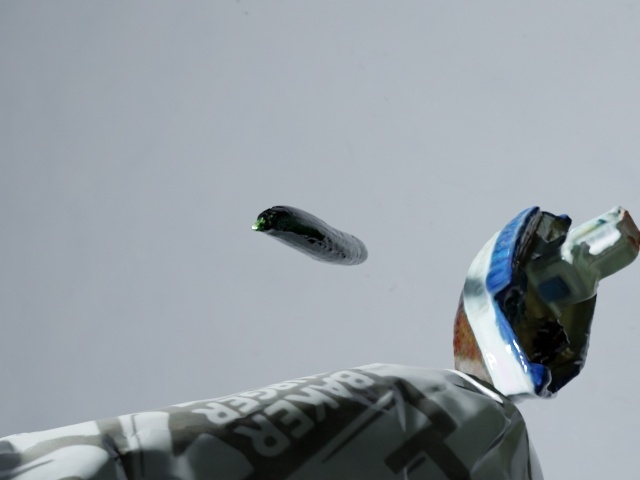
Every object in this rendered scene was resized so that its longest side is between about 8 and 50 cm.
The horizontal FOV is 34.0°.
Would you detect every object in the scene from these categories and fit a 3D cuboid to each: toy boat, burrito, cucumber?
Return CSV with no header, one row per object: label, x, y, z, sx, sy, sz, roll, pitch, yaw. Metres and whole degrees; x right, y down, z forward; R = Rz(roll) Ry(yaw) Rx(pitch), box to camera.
toy boat,0.186,0.041,0.832,0.115,0.262,0.114,-26,107,40
burrito,-0.071,0.127,0.357,0.101,0.445,0.139,-34,68,43
cucumber,0.000,0.000,0.835,0.036,0.184,0.033,28,91,26
